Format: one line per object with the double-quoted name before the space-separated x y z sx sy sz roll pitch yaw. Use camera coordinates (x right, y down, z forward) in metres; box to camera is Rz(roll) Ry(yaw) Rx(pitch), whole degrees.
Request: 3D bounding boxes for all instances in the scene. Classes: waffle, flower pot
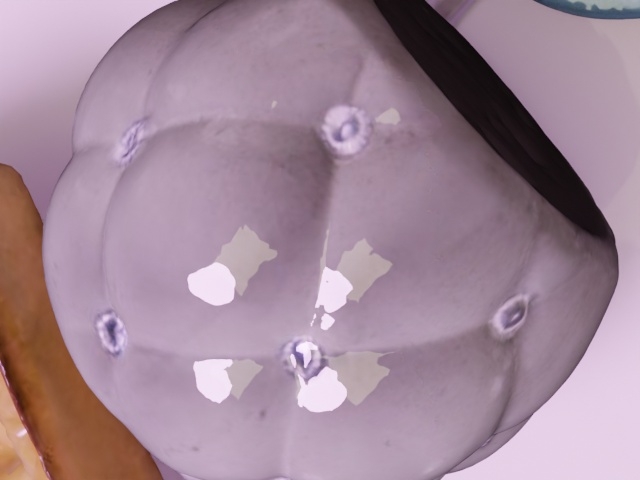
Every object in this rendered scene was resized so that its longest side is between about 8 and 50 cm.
"waffle" -0.188 0.132 0.741 0.304 0.077 0.348 -11 107 45
"flower pot" 0.000 0.000 0.616 0.195 0.246 0.246 -42 93 16

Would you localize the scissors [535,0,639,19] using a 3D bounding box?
"scissors" 0.212 -0.101 0.632 0.180 0.032 0.393 -39 94 24
